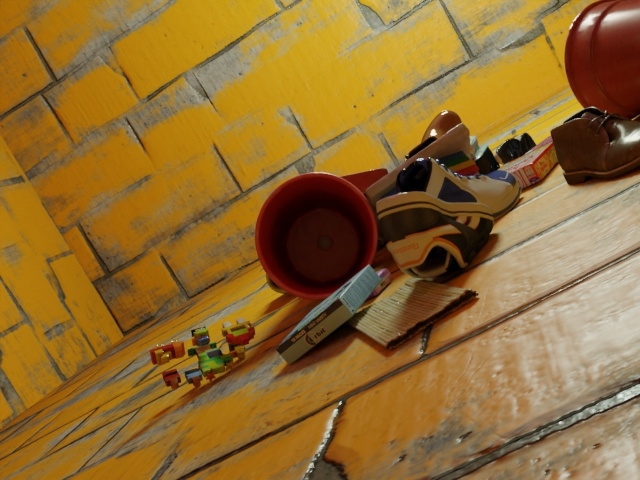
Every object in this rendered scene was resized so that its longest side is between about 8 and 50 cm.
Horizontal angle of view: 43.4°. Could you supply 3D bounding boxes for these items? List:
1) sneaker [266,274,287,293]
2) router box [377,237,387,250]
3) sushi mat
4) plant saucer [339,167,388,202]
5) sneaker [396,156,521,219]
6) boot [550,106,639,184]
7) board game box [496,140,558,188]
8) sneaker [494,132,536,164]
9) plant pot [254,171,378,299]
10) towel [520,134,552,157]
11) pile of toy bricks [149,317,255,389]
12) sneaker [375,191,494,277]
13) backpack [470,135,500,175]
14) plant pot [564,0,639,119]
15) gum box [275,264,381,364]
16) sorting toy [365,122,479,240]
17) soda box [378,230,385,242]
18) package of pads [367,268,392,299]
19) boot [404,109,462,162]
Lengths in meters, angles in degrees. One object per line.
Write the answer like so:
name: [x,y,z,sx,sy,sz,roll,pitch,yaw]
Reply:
sneaker: [-0.014,0.043,2.190,0.319,0.127,0.208,-39,1,14]
router box: [0.128,0.011,2.130,0.122,0.038,0.092,-27,5,41]
sushi mat: [0.130,0.106,1.251,0.151,0.019,0.316,-32,5,-7]
plant saucer: [0.063,-0.078,2.035,0.259,0.048,0.258,-11,-27,9]
sneaker: [0.258,-0.097,1.590,0.315,0.182,0.127,-34,7,-36]
boot: [0.492,-0.174,1.374,0.112,0.115,0.305,-30,5,-16]
board game box: [0.450,-0.152,1.806,0.146,0.045,0.193,-27,6,36]
sneaker: [0.502,-0.223,2.114,0.081,0.080,0.211,-35,-8,35]
plant pot: [0.000,0.000,1.830,0.274,0.275,0.243,-30,-7,1]
towel: [0.665,-0.284,1.942,0.329,0.037,0.237,-34,8,-22]
pile of toy bricks: [-0.228,0.245,1.634,0.212,0.118,0.105,-15,28,-19]
sneaker: [0.204,0.001,1.367,0.126,0.128,0.321,-20,-15,36]
backpack: [0.359,-0.181,2.112,0.188,0.144,0.166,-32,9,25]
plant pot: [0.696,-0.393,1.649,0.272,0.272,0.265,-32,13,-20]
gum box: [0.018,0.128,1.416,0.157,0.041,0.184,-40,-1,25]
sorting toy: [0.245,-0.100,1.786,0.255,0.089,0.257,-35,-24,-3]
soda box: [0.156,-0.067,1.912,0.061,0.058,0.181,-32,-24,-10]
package of pads: [0.100,0.086,1.551,0.050,0.032,0.083,-31,4,34]
boot: [0.261,-0.217,1.923,0.284,0.109,0.220,-59,-15,-7]
